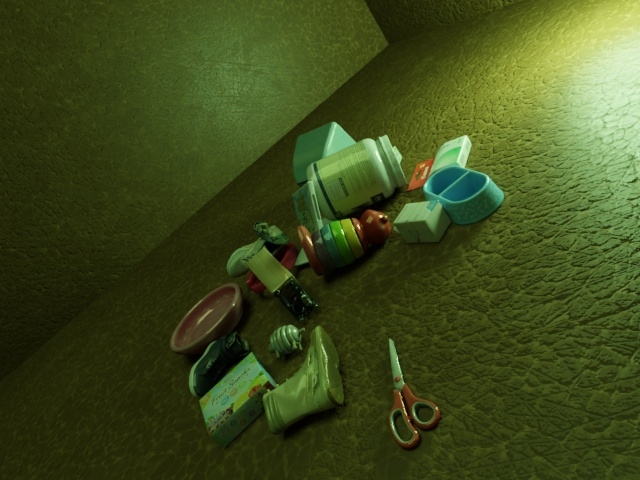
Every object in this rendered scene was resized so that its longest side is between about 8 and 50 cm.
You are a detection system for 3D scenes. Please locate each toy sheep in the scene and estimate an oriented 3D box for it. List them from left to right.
[{"bbox_3d":[-0.099,0.293,1.379,0.132,0.091,0.091,-29,26,11],"label":"toy sheep"}]

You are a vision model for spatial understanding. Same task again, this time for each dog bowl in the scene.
[{"bbox_3d":[0.424,-0.148,1.443,0.166,0.074,0.297,-39,24,-2],"label":"dog bowl"}]

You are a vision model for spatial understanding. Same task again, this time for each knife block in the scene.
[{"bbox_3d":[-0.128,0.136,1.510,0.088,0.276,0.242,-42,-4,-9],"label":"knife block"}]

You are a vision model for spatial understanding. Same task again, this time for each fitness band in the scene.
[{"bbox_3d":[-0.182,0.102,1.810,0.209,0.054,0.291,-33,15,14],"label":"fitness band"}]

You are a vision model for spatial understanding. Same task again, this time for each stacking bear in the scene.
[{"bbox_3d":[0.094,-0.008,1.555,0.289,0.175,0.164,-24,55,7],"label":"stacking bear"}]

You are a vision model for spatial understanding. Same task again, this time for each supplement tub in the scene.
[{"bbox_3d":[0.135,-0.236,1.758,0.324,0.235,0.235,-23,28,11],"label":"supplement tub"}]

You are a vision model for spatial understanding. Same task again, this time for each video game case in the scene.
[{"bbox_3d":[-0.049,-0.101,1.739,0.023,0.193,0.212,-12,-4,-19],"label":"video game case"}]

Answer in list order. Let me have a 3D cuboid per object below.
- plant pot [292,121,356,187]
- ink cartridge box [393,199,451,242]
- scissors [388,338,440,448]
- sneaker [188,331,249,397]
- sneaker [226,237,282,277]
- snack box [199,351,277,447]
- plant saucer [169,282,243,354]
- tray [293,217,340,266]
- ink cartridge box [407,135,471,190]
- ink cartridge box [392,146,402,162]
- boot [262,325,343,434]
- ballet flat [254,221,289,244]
[{"bbox_3d":[0.020,-0.327,2.103,0.247,0.248,0.252,-10,53,45],"label":"plant pot"},{"bbox_3d":[0.301,-0.054,1.425,0.143,0.090,0.092,-2,42,53],"label":"ink cartridge box"},{"bbox_3d":[0.167,0.327,1.039,0.109,0.021,0.297,-39,26,4],"label":"scissors"},{"bbox_3d":[-0.320,0.389,1.505,0.163,0.086,0.226,-26,26,30],"label":"sneaker"},{"bbox_3d":[-0.253,0.053,1.840,0.262,0.099,0.121,-40,18,-13],"label":"sneaker"},{"bbox_3d":[-0.230,0.440,1.318,0.207,0.070,0.174,-41,25,-8],"label":"snack box"},{"bbox_3d":[-0.411,0.304,1.760,0.332,0.084,0.332,-33,22,16],"label":"plant saucer"},{"bbox_3d":[0.000,0.000,1.806,0.145,0.030,0.270,-18,32,35],"label":"tray"},{"bbox_3d":[0.419,-0.279,1.698,0.224,0.056,0.181,-14,34,38],"label":"ink cartridge box"},{"bbox_3d":[0.232,-0.311,1.984,0.209,0.062,0.109,-17,32,38],"label":"ink cartridge box"},{"bbox_3d":[-0.050,0.352,1.207,0.203,0.095,0.262,-33,30,13],"label":"boot"},{"bbox_3d":[-0.194,-0.032,1.803,0.188,0.070,0.070,16,56,40],"label":"ballet flat"}]
